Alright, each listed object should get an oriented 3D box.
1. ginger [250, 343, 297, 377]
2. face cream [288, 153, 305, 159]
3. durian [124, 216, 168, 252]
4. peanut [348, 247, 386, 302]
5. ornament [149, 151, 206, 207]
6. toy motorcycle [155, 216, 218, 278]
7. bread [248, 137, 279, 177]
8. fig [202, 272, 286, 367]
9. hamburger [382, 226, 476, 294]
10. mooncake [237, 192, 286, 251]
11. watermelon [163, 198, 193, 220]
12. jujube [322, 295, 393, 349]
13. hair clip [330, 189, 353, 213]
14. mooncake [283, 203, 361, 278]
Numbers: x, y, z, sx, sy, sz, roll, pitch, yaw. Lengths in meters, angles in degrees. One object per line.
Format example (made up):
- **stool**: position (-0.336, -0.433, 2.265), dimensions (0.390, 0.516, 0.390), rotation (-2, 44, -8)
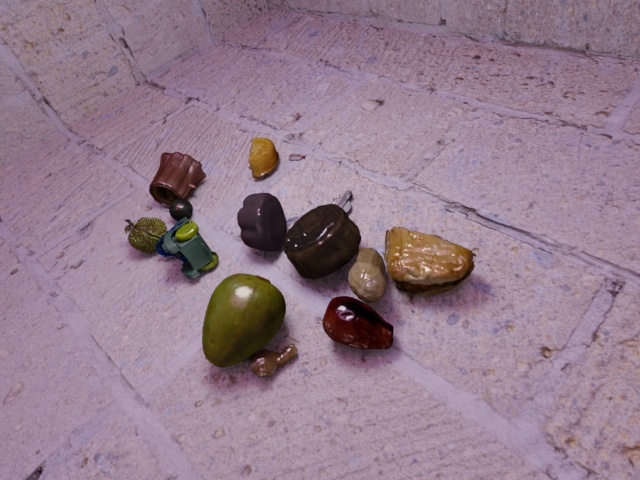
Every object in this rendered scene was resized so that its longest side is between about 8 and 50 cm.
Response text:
- **ginger**: position (-0.159, 0.386, 1.454), dimensions (0.165, 0.067, 0.096), rotation (-26, 39, -28)
- **face cream**: position (-0.117, -0.420, 2.222), dimensions (0.083, 0.021, 0.040), rotation (2, 50, 18)
- **durian**: position (-0.769, -0.018, 1.960), dimensions (0.198, 0.146, 0.159), rotation (-12, 62, 13)
- **peanut**: position (0.163, 0.114, 1.529), dimensions (0.130, 0.130, 0.290), rotation (-6, 20, 11)
- **ornament**: position (-0.716, -0.289, 2.165), dimensions (0.235, 0.221, 0.217), rotation (30, 53, -17)
- **toy motorcycle**: position (-0.583, 0.017, 1.857), dimensions (0.200, 0.191, 0.326), rotation (-36, 34, -14)
- **bread**: position (-0.280, -0.414, 2.179), dimensions (0.140, 0.143, 0.228), rotation (-8, 48, 10)
- **fig**: position (-0.263, 0.269, 1.475), dimensions (0.258, 0.258, 0.326), rotation (20, 75, 31)
- **hamburger**: position (0.335, 0.092, 1.512), dimensions (0.330, 0.162, 0.209), rotation (21, 60, 28)
- **mooncake**: position (-0.232, -0.071, 1.788), dimensions (0.134, 0.245, 0.244), rotation (-2, 47, 25)
- **watermelon**: position (-0.664, -0.141, 2.059), dimensions (0.133, 0.105, 0.105), rotation (-3, 44, -12)
- **jujube**: position (0.124, 0.271, 1.418), dimensions (0.237, 0.168, 0.168), rotation (19, 54, 9)
- **hair clip**: position (0.079, -0.148, 1.892), dimensions (0.116, 0.049, 0.172), rotation (21, 59, 37)
- **mooncake**: position (0.000, 0.000, 1.637), dimensions (0.290, 0.161, 0.290), rotation (-28, 28, 16)
